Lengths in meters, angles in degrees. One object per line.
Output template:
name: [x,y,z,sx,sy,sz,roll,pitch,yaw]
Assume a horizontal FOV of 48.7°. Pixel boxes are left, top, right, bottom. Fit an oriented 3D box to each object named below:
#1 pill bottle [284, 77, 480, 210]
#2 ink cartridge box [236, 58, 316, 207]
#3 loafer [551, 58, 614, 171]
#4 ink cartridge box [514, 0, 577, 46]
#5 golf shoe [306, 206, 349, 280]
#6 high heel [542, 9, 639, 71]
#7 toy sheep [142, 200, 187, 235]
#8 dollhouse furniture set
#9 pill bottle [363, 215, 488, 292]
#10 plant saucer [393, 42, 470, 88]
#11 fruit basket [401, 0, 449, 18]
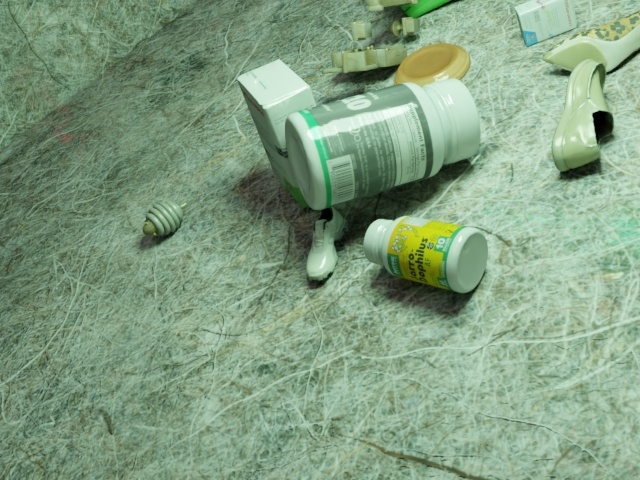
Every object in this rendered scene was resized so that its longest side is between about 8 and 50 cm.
pill bottle: [0.125,-0.204,1.445,0.361,0.204,0.204,-17,37,-12]
ink cartridge box: [-0.068,-0.242,1.596,0.115,0.272,0.198,-27,38,-9]
loafer: [0.524,-0.243,1.375,0.092,0.102,0.268,5,60,34]
ink cartridge box: [0.534,-0.529,1.676,0.123,0.088,0.052,-18,38,15]
golf shoe: [0.000,0.000,1.452,0.069,0.086,0.176,-6,46,26]
high heel: [0.630,-0.444,1.539,0.261,0.093,0.186,-1,37,33]
toy sheep: [-0.387,-0.058,1.764,0.132,0.091,0.091,-43,40,-23]
dollhouse furniture set: [0.103,-0.627,1.826,0.174,0.355,0.303,6,22,36]
pill bottle: [0.186,0.018,1.287,0.209,0.117,0.117,14,56,41]
plant saucer: [0.276,-0.437,1.784,0.200,0.037,0.199,-18,40,16]
fruit basket: [0.337,-0.853,2.038,0.392,0.283,0.391,-31,38,28]
